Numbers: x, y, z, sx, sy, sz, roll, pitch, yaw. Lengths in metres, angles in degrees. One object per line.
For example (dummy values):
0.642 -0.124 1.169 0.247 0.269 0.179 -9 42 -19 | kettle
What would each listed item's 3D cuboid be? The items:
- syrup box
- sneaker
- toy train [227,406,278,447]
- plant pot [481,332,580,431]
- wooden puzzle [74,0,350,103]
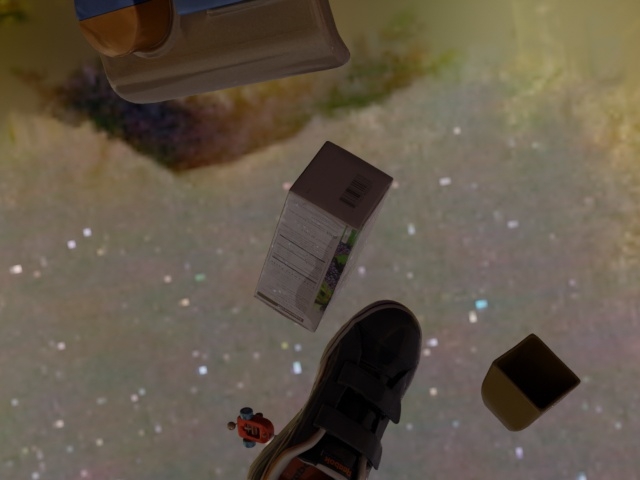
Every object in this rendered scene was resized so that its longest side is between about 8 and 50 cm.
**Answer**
0.000 0.000 1.683 0.096 0.237 0.093 31 -125 8 | syrup box
0.033 0.227 1.769 0.126 0.321 0.127 33 -178 -18 | sneaker
-0.061 0.306 1.978 0.125 0.166 0.046 7 -152 30 | toy train
0.235 0.175 1.650 0.081 0.081 0.083 -29 158 -39 | plant pot
-0.154 -0.298 1.343 0.322 0.348 0.080 -5 -158 43 | wooden puzzle
